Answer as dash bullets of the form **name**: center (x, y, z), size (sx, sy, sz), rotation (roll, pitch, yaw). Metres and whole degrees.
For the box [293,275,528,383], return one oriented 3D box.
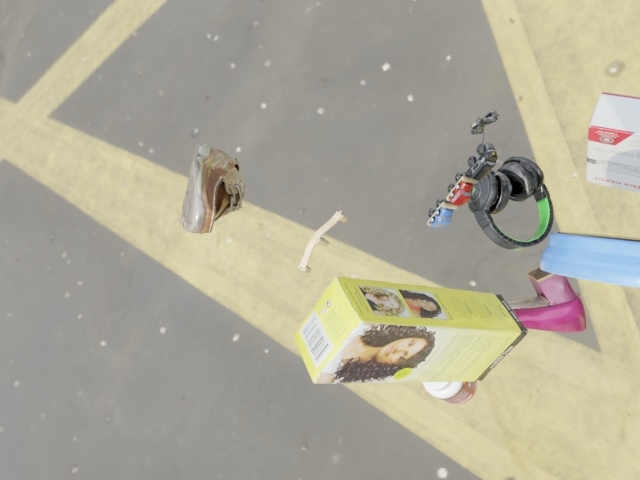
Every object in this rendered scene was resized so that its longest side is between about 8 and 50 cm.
- **box**: center (0.094, 0.092, 0.625), size (0.087, 0.232, 0.058), rotation (-57, 44, 30)

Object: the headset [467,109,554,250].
- **headset**: center (0.537, -0.169, 1.841), size (0.394, 0.243, 0.185), rotation (65, 156, 7)

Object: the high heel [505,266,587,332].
- **high heel**: center (0.420, 0.208, 1.467), size (0.377, 0.181, 0.127), rotation (-26, 14, 9)

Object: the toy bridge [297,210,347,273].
- **toy bridge**: center (0.000, 0.000, 1.665), size (0.026, 0.063, 0.188), rotation (39, 99, 28)

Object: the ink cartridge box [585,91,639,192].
- **ink cartridge box**: center (0.799, -0.243, 1.651), size (0.197, 0.273, 0.114), rotation (17, 71, 26)

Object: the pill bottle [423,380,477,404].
- **pill bottle**: center (0.260, 0.285, 1.316), size (0.086, 0.152, 0.086), rotation (-12, 64, 26)

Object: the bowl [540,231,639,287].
- **bowl**: center (0.604, 0.036, 1.162), size (0.391, 0.391, 0.077), rotation (8, 95, 45)

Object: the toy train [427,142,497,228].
- **toy train**: center (0.189, -0.066, 0.867), size (0.158, 0.027, 0.036), rotation (121, 147, -45)

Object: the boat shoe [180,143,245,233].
- **boat shoe**: center (-0.203, -0.106, 1.268), size (0.324, 0.116, 0.123), rotation (-100, 27, -60)
